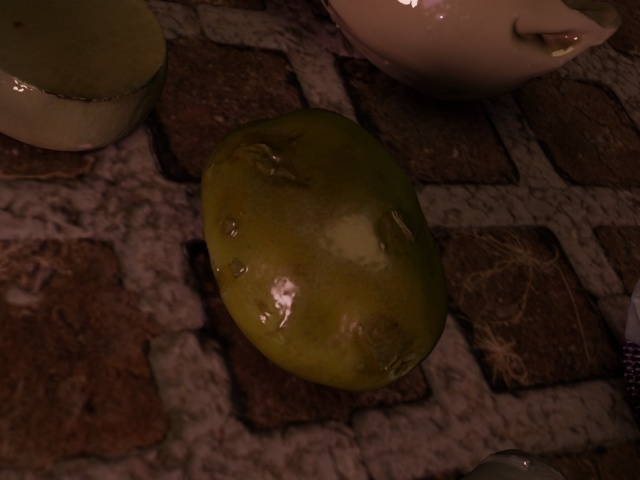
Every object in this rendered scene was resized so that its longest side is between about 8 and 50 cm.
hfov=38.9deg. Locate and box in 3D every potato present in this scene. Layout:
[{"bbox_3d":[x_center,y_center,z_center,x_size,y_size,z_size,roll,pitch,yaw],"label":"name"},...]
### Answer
[{"bbox_3d":[0.000,0.000,0.734,0.186,0.148,0.253,-22,66,-43],"label":"potato"}]

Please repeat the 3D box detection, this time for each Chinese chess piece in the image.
[{"bbox_3d":[-0.229,-0.165,0.795,0.189,0.083,0.188,16,50,-20],"label":"Chinese chess piece"}]

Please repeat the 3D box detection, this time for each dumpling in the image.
[{"bbox_3d":[0.132,-0.294,1.062,0.395,0.233,0.315,10,16,-4],"label":"dumpling"}]

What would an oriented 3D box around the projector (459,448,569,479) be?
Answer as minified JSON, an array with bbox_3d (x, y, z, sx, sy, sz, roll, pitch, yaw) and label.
[{"bbox_3d":[0.046,0.253,0.576,0.338,0.108,0.108,-23,67,-41],"label":"projector"}]

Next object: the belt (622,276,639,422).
[{"bbox_3d":[0.393,0.081,0.772,0.122,0.324,0.260,-2,30,-28],"label":"belt"}]
